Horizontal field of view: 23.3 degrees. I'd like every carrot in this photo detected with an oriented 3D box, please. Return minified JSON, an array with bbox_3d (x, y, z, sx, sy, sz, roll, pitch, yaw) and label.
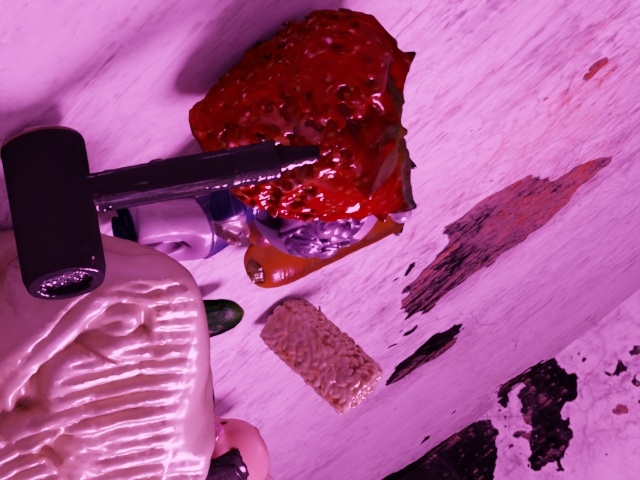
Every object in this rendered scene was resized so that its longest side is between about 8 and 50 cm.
[{"bbox_3d":[0.000,0.000,1.782,0.225,0.067,0.067,-22,158,-38],"label":"carrot"}]

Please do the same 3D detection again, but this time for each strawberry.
[{"bbox_3d":[-0.013,-0.102,1.353,0.201,0.184,0.187,-6,156,-1],"label":"strawberry"}]

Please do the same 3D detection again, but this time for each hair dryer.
[{"bbox_3d":[-0.122,-0.035,1.242,0.255,0.128,0.070,-9,158,-5],"label":"hair dryer"}]

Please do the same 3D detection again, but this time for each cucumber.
[{"bbox_3d":[-0.203,0.109,1.726,0.284,0.056,0.056,-13,153,-38],"label":"cucumber"}]

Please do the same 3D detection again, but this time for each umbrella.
[{"bbox_3d":[-0.202,0.348,2.048,0.235,0.059,0.066,-29,162,-4],"label":"umbrella"}]

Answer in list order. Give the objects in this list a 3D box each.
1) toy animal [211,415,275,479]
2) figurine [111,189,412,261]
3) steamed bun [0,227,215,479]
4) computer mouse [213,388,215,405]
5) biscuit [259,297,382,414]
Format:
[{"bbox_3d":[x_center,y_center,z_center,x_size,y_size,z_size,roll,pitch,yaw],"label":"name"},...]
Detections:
[{"bbox_3d":[-0.189,0.335,2.166,0.248,0.165,0.149,-20,142,-2],"label":"toy animal"},{"bbox_3d":[-0.058,-0.040,1.490,0.274,0.133,0.194,-2,142,-40],"label":"figurine"},{"bbox_3d":[-0.282,0.147,1.409,0.346,0.237,0.394,33,92,-43],"label":"steamed bun"},{"bbox_3d":[-0.241,0.277,2.014,0.269,0.100,0.170,-29,159,-16],"label":"computer mouse"},{"bbox_3d":[0.001,0.145,1.990,0.082,0.168,0.070,-52,159,15],"label":"biscuit"}]
